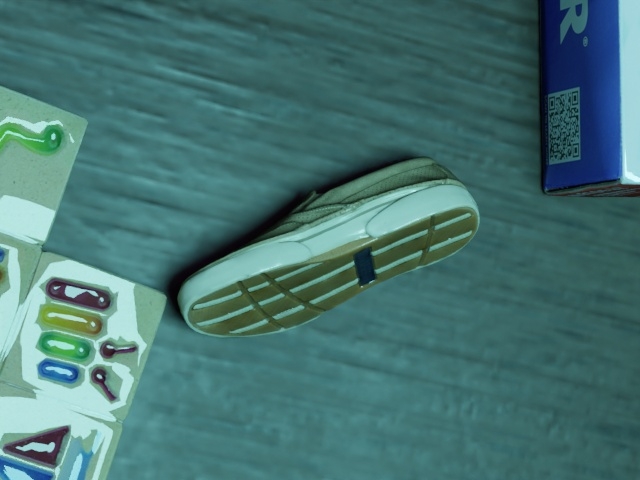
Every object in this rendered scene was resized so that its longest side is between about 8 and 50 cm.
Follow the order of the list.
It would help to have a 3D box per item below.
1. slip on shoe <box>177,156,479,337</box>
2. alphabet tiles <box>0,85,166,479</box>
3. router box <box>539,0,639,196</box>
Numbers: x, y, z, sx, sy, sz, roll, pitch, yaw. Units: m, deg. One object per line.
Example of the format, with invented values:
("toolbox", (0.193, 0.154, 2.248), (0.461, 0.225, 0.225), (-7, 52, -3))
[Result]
("slip on shoe", (0.000, 0.000, 0.819), (0.135, 0.051, 0.041), (-23, 55, -10))
("alphabet tiles", (-0.245, 0.044, 0.752), (0.343, 0.011, 0.285), (21, 82, -16))
("router box", (0.252, -0.187, 0.885), (0.301, 0.082, 0.335), (1, 88, -18))
